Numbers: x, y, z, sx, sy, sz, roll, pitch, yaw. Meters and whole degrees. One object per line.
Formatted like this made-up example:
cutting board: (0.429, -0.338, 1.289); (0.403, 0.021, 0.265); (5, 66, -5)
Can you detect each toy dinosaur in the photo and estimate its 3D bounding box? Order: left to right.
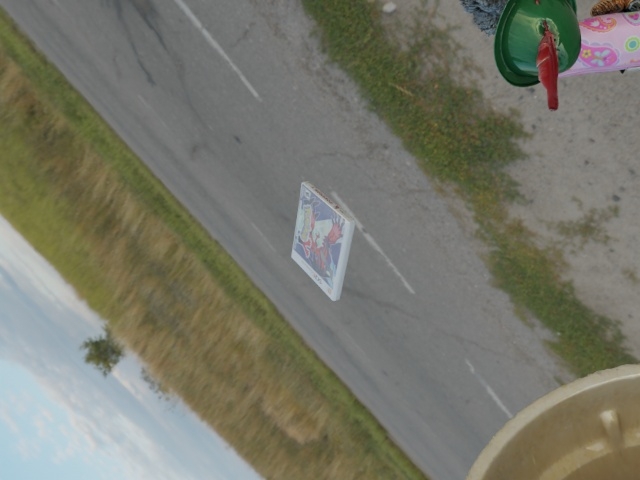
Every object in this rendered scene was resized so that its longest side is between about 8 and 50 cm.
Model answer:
toy dinosaur: (0.841, -0.596, 1.519); (0.164, 0.322, 0.218); (118, 140, -73)

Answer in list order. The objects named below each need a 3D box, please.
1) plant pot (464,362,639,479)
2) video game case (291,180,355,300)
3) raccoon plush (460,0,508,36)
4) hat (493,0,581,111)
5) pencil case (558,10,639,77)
plant pot: (0.289, 0.314, 0.398); (0.334, 0.334, 0.305); (24, 147, 50)
video game case: (0.000, 0.000, 1.205); (0.183, 0.023, 0.201); (43, 134, 43)
raccoon plush: (0.207, -0.551, 1.104); (0.446, 0.299, 0.216); (1, 178, 40)
hat: (0.392, -0.304, 0.866); (0.173, 0.208, 0.183); (7, -160, -28)
pencil case: (0.561, -0.393, 1.131); (0.284, 0.124, 0.124); (-4, 144, 12)
